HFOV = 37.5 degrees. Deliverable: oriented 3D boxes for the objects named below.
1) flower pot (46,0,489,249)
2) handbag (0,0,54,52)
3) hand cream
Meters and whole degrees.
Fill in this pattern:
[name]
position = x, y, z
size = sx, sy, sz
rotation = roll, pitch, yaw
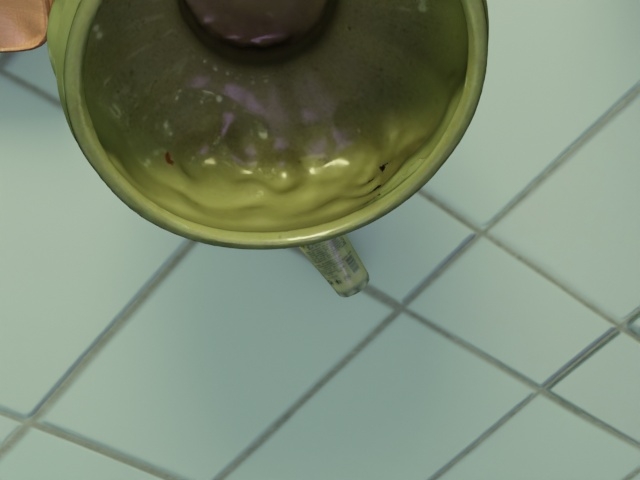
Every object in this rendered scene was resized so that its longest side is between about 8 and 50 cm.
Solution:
[flower pot]
position = -0.039, -0.168, 0.697
size = 0.308, 0.244, 0.307
rotation = -5, 129, -6
[handbag]
position = -0.319, -0.220, 0.717
size = 0.213, 0.059, 0.157
rotation = -5, 128, -6
[hand cream]
position = 0.000, 0.000, 0.968
size = 0.061, 0.039, 0.143
rotation = -25, 119, 17
